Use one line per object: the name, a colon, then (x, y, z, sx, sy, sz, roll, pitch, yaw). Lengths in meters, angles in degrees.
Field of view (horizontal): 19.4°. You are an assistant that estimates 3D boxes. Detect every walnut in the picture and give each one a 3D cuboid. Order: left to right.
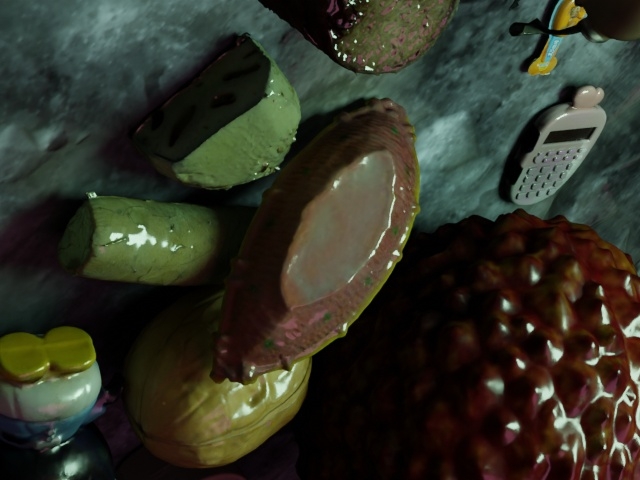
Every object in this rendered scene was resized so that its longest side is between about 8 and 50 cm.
walnut: (-0.100, 0.128, 1.784, 0.197, 0.165, 0.165, -35, 148, -25)

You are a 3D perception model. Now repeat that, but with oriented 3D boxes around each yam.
yam: (-0.085, 0.005, 1.729, 0.371, 0.083, 0.083, 4, 127, -46)
yam: (-0.022, -0.229, 1.349, 0.131, 0.280, 0.131, -20, 133, -24)

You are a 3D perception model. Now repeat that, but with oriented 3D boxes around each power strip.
power strip: (-0.152, 0.277, 1.984, 0.154, 0.078, 0.154, -26, 143, -21)

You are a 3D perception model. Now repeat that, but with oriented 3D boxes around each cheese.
cheese: (0.237, -0.208, 1.849, 0.047, 0.017, 0.111, -7, 135, -36)

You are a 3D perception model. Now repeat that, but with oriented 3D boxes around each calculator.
calculator: (0.251, -0.102, 1.984, 0.103, 0.024, 0.166, -7, 137, -39)

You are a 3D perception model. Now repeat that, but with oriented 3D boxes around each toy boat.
toy boat: (0.003, -0.002, 1.697, 0.318, 0.141, 0.099, -58, -170, -17)

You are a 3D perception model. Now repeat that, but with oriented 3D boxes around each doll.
doll: (-0.268, 0.218, 1.746, 0.177, 0.141, 0.314, -8, 131, -21)

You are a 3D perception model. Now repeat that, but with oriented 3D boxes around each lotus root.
lotus root: (-0.069, -0.093, 1.635, 0.143, 0.070, 0.144, -45, 147, 9)

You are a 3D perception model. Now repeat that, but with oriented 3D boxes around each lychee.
lychee: (0.170, 0.211, 1.914, 0.424, 0.424, 0.500, 3, 117, -46)

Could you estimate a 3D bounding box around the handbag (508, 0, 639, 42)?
handbag: (0.284, -0.257, 1.624, 0.283, 0.149, 0.302, -30, -177, 12)
